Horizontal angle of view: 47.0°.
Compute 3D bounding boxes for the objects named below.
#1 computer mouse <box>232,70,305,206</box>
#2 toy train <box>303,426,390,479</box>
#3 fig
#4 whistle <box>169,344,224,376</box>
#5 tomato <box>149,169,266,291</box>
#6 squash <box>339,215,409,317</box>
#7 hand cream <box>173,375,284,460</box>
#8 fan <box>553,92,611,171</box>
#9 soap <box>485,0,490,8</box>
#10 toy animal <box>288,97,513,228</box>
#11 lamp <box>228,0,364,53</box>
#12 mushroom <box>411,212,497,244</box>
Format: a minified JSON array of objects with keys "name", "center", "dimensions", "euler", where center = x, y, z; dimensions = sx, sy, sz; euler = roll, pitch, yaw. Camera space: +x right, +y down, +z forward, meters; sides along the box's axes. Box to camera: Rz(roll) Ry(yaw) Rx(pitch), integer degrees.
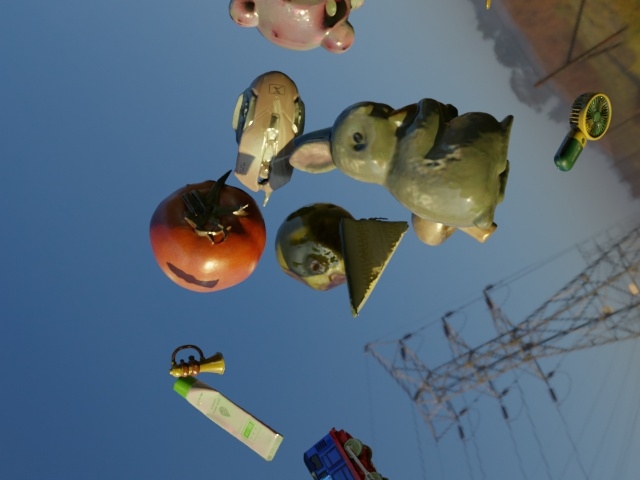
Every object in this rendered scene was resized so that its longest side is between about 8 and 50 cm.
[{"name":"computer mouse","center":[-0.144,-0.263,1.999],"dimensions":[0.199,0.389,0.115],"euler":[5,-157,-8]},{"name":"toy train","center":[0.065,0.504,1.564],"dimensions":[0.204,0.131,0.083],"euler":[54,-177,40]},{"name":"fig","center":[0.000,0.000,1.952],"dimensions":[0.239,0.239,0.271],"euler":[49,-162,-21]},{"name":"whistle","center":[-0.245,0.239,1.448],"dimensions":[0.109,0.057,0.046],"euler":[2,-168,-34]},{"name":"tomato","center":[-0.245,-0.009,1.623],"dimensions":[0.224,0.255,0.256],"euler":[97,162,-53]},{"name":"squash","center":[0.128,0.074,1.638],"dimensions":[0.169,0.093,0.252],"euler":[2,-125,-12]},{"name":"hand cream","center":[-0.210,0.393,1.659],"dimensions":[0.275,0.079,0.050],"euler":[32,-123,13]},{"name":"fan","center":[0.449,-0.188,1.280],"dimensions":[0.039,0.155,0.082],"euler":[19,161,50]},{"name":"soap","center":[0.406,-0.605,1.778],"dimensions":[0.034,0.012,0.089],"euler":[-45,-42,-71]},{"name":"toy animal","center":[0.076,-0.095,0.796],"dimensions":[0.127,0.251,0.125],"euler":[-52,-30,-58]},{"name":"lamp","center":[-0.023,-0.521,1.407],"dimensions":[0.247,0.247,0.301],"euler":[17,-105,-10]},{"name":"mushroom","center":[0.348,-0.067,1.894],"dimensions":[0.215,0.207,0.207],"euler":[31,-161,13]}]
